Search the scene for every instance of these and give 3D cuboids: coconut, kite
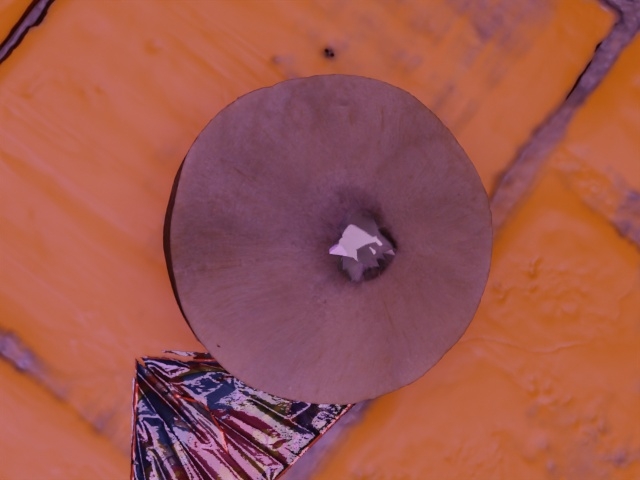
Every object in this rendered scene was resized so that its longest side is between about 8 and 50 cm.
[{"bbox_3d":[0.000,0.000,0.971,0.202,0.222,0.202,0,88,-11],"label":"coconut"},{"bbox_3d":[-0.055,0.141,1.059,0.241,0.014,0.183,-38,92,-9],"label":"kite"}]
